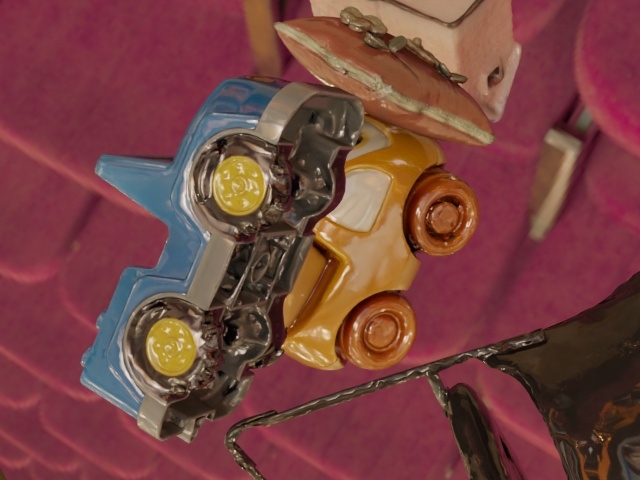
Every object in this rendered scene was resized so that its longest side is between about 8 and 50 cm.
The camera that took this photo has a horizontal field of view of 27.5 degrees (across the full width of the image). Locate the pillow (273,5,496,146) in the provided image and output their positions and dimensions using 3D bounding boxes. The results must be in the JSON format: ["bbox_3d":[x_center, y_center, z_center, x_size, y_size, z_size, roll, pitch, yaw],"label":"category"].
[{"bbox_3d":[0.067,-0.153,1.204,0.179,0.075,0.171,13,-158,-48],"label":"pillow"}]

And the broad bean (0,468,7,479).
[{"bbox_3d":[-0.429,0.207,1.458,0.077,0.061,0.339,-28,100,43],"label":"broad bean"}]

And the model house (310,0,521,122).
[{"bbox_3d":[0.136,-0.264,1.591,0.237,0.202,0.237,24,149,29],"label":"model house"}]

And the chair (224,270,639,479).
[{"bbox_3d":[0.090,0.125,0.595,0.145,0.221,0.140,55,-170,-46],"label":"chair"}]

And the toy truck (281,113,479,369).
[{"bbox_3d":[0.000,0.000,1.293,0.211,0.288,0.204,22,-174,-30],"label":"toy truck"}]

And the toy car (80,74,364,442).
[{"bbox_3d":[-0.059,0.000,0.643,0.100,0.191,0.097,29,-167,18],"label":"toy car"}]
